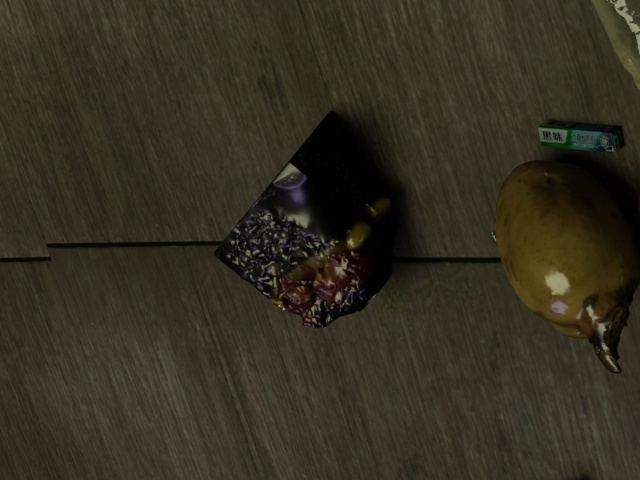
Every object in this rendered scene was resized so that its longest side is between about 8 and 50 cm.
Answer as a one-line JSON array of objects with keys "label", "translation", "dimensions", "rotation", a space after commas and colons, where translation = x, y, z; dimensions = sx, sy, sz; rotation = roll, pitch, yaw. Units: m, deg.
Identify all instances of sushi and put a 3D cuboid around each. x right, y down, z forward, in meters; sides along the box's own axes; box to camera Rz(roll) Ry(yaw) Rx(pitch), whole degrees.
[{"label": "sushi", "translation": [0.000, 0.000, 1.961], "dimensions": [0.150, 0.153, 0.172], "rotation": [39, 119, -3]}]

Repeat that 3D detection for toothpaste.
[{"label": "toothpaste", "translation": [0.231, -0.092, 1.741], "dimensions": [0.083, 0.017, 0.020], "rotation": [8, 120, 45]}]

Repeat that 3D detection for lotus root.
[{"label": "lotus root", "translation": [0.221, 0.018, 1.711], "dimensions": [0.118, 0.125, 0.221], "rotation": [-52, 39, 28]}]

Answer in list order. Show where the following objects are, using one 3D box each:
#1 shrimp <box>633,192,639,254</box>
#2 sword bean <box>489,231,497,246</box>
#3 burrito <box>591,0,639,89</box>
[{"label": "shrimp", "translation": [0.315, -0.016, 1.667], "dimensions": [0.145, 0.061, 0.267], "rotation": [9, 123, 56]}, {"label": "sword bean", "translation": [0.188, 0.025, 1.871], "dimensions": [0.083, 0.012, 0.012], "rotation": [54, 142, 4]}, {"label": "burrito", "translation": [0.230, -0.239, 1.605], "dimensions": [0.082, 0.059, 0.275], "rotation": [-35, 83, 25]}]
